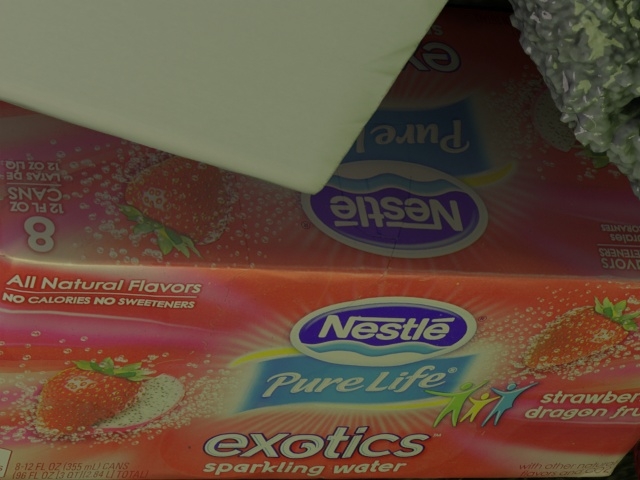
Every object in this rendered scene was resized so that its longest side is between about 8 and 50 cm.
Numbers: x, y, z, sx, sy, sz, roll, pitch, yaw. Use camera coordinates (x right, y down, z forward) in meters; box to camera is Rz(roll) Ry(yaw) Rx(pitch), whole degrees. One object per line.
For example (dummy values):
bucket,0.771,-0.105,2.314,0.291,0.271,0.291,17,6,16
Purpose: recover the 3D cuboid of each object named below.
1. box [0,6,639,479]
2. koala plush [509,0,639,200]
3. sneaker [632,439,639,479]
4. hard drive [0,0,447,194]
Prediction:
box,0.000,0.000,0.745,0.300,0.142,0.154,3,141,-20
koala plush,0.178,-0.118,0.564,0.221,0.196,0.203,-23,137,30
sneaker,0.258,0.111,1.090,0.093,0.088,0.225,2,149,-22
hard drive,-0.124,-0.134,0.492,0.353,0.047,0.233,16,144,-14
